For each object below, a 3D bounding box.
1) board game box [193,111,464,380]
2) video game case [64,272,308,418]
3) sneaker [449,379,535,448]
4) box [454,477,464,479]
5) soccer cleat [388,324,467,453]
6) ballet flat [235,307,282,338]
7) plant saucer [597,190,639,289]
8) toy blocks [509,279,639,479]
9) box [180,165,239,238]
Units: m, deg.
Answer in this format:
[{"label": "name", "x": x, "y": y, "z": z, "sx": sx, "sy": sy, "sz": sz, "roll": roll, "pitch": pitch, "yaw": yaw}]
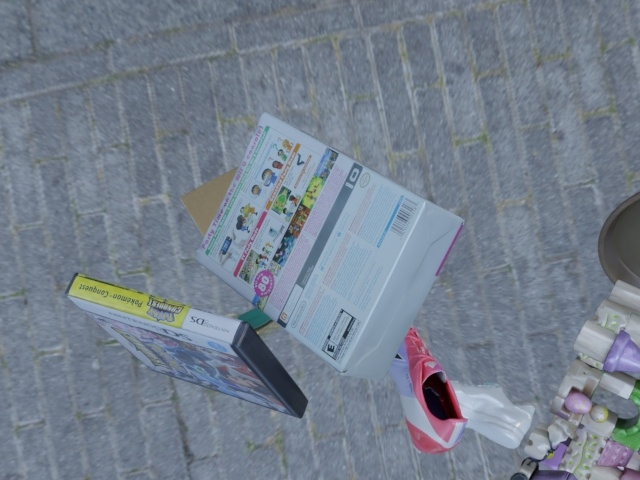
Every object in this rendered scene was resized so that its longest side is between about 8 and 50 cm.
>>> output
[{"label": "board game box", "x": 0.000, "y": 0.000, "z": 1.154, "sx": 0.303, "sy": 0.097, "sz": 0.224, "roll": 34, "pitch": 101, "yaw": 39}, {"label": "video game case", "x": -0.164, "y": 0.142, "z": 1.195, "sx": 0.248, "sy": 0.275, "sz": 0.035, "roll": 13, "pitch": 66, "yaw": 22}, {"label": "sneaker", "x": 0.274, "y": 0.280, "z": 1.623, "sx": 0.212, "sy": 0.080, "sz": 0.094, "roll": 26, "pitch": 62, "yaw": 28}, {"label": "box", "x": 0.070, "y": 0.414, "z": 0.891, "sx": 0.232, "sy": 0.058, "sz": 0.322, "roll": -18, "pitch": 114, "yaw": -19}, {"label": "soccer cleat", "x": 0.123, "y": 0.162, "z": 1.224, "sx": 0.083, "sy": 0.095, "sz": 0.248, "roll": -4, "pitch": 55, "yaw": -28}, {"label": "ballet flat", "x": -0.068, "y": 0.115, "z": 1.421, "sx": 0.168, "sy": 0.052, "sz": 0.057, "roll": -21, "pitch": 51, "yaw": -33}, {"label": "plant saucer", "x": 0.595, "y": 0.008, "z": 1.497, "sx": 0.277, "sy": 0.278, "sz": 0.041, "roll": 19, "pitch": 44, "yaw": 5}, {"label": "toy blocks", "x": 0.438, "y": 0.246, "z": 1.206, "sx": 0.260, "sy": 0.309, "sz": 0.289, "roll": 27, "pitch": 109, "yaw": 21}, {"label": "box", "x": -0.140, "y": -0.049, "z": 1.645, "sx": 0.164, "sy": 0.021, "sz": 0.201, "roll": -28, "pitch": 51, "yaw": -11}]
